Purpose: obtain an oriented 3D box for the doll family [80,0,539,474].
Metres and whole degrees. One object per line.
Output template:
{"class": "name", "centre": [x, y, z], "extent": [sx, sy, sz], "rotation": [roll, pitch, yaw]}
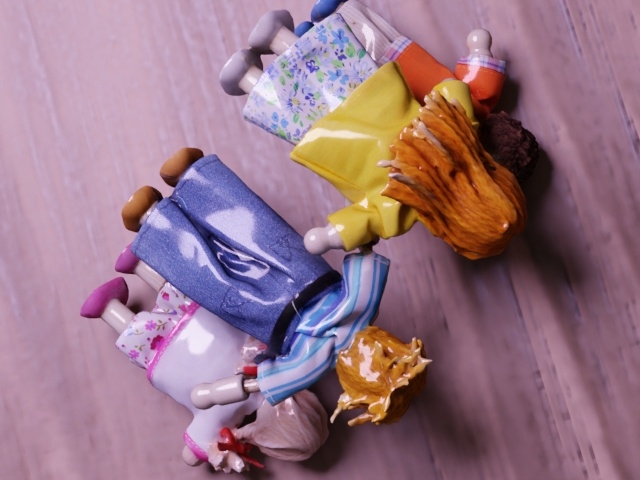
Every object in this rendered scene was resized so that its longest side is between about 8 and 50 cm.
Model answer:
{"class": "doll family", "centre": [0.000, 0.000, 0.723], "extent": [0.163, 0.118, 0.263], "rotation": [38, 92, 13]}
